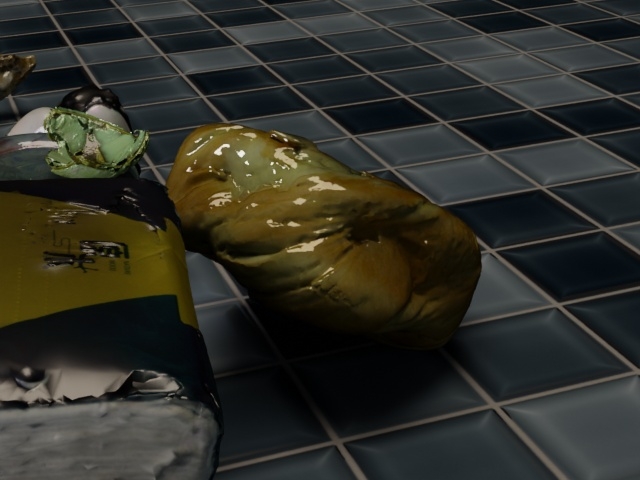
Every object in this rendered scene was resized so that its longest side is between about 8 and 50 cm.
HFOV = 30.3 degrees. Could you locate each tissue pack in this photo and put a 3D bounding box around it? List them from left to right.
[{"bbox_3d":[-0.234,0.124,0.977,0.264,0.253,0.416,1,23,-11],"label":"tissue pack"}]

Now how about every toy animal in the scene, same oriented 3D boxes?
[{"bbox_3d":[-0.363,-0.125,1.722,0.179,0.166,0.138,-31,21,-27],"label":"toy animal"}]

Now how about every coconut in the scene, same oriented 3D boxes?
[{"bbox_3d":[-0.272,-0.109,1.431,0.133,0.055,0.158,1,31,-9],"label":"coconut"}]

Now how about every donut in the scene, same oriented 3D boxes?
[{"bbox_3d":[0.000,0.000,1.238,0.360,0.170,0.360,23,-1,0],"label":"donut"}]

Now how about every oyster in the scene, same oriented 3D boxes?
[{"bbox_3d":[-0.666,-0.251,2.071,0.341,0.110,0.166,-17,22,-23],"label":"oyster"}]

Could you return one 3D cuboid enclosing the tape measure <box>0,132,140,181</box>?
[{"bbox_3d":[-0.352,-0.026,1.481,0.256,0.147,0.275,4,28,-1],"label":"tape measure"}]
